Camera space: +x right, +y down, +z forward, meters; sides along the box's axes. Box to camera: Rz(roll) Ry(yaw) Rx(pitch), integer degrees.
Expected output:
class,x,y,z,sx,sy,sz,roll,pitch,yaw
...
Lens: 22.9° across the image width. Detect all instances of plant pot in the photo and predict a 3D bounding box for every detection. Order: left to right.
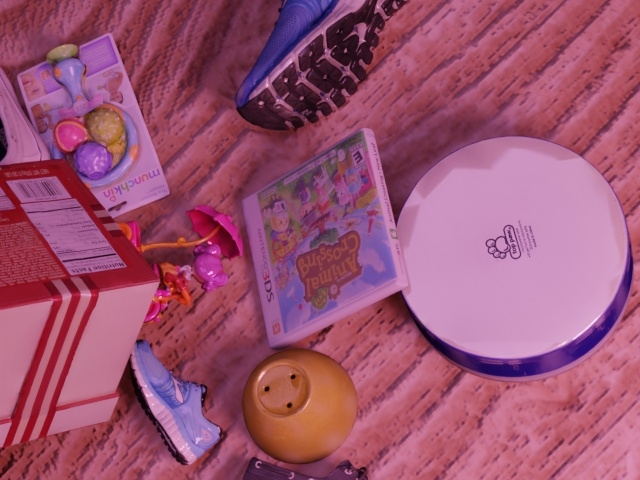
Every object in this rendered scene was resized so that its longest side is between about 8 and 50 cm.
class,x,y,z,sx,sy,sz,roll,pitch,yaw
plant pot,-0.032,0.177,1.779,0.134,0.095,0.134,-4,71,11

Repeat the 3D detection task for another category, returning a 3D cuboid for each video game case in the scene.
class,x,y,z,sx,sy,sz,roll,pitch,yaw
video game case,0.000,0.000,1.810,0.212,0.023,0.193,-29,64,38

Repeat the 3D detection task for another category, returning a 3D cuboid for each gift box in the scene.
class,x,y,z,sx,sy,sz,roll,pitch,yaw
gift box,-0.357,0.070,1.757,0.276,0.255,0.258,51,131,35

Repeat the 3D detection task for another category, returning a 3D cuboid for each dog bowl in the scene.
class,x,y,z,sx,sy,sz,roll,pitch,yaw
dog bowl,0.216,0.020,1.771,0.265,0.104,0.264,-4,71,11

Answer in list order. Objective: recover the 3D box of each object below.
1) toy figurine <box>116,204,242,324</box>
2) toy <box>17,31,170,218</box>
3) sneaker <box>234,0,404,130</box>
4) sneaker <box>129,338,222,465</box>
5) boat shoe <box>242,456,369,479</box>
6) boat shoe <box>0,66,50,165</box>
class,x,y,z,sx,sy,sz,roll,pitch,yaw
toy figurine,-0.168,0.025,1.851,0.159,0.130,0.173,-13,63,-2
toy,-0.292,-0.141,1.963,0.137,0.056,0.237,-23,69,6
sneaker,-0.001,-0.278,1.923,0.147,0.130,0.330,29,77,34
sneaker,-0.170,0.182,1.838,0.073,0.063,0.162,-27,71,-18
boat shoe,0.019,0.280,1.749,0.229,0.080,0.076,4,74,22
boat shoe,-0.439,-0.171,1.978,0.096,0.088,0.267,-39,63,8
